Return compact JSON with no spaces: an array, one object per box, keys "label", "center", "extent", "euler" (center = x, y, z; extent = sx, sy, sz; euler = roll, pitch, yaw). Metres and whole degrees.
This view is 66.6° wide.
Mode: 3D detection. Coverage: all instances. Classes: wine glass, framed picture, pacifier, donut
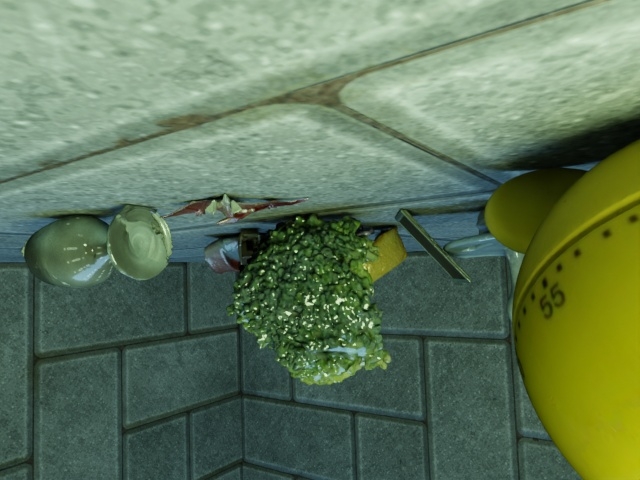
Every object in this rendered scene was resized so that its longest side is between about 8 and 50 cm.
[{"label":"wine glass","center":[-0.366,0.015,0.790],"extent":[0.241,0.127,0.126],"euler":[-7,174,32]},{"label":"framed picture","center":[0.215,0.012,0.945],"extent":[0.011,0.183,0.142],"euler":[-43,174,1]},{"label":"pacifier","center":[0.383,0.050,0.885],"extent":[0.299,0.233,0.244],"euler":[-2,173,-13]},{"label":"donut","center":[0.146,0.034,1.213],"extent":[0.152,0.101,0.259],"euler":[-36,172,8]}]

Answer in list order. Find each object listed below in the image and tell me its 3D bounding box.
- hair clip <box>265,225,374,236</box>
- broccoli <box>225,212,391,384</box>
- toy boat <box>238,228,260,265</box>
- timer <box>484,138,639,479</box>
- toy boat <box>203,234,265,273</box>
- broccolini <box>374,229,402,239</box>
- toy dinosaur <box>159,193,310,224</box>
[{"label":"hair clip","center":[-0.002,0.015,1.220],"extent":[0.278,0.091,0.137],"euler":[-3,-178,17]},{"label":"broccoli","center":[0.016,0.111,0.938],"extent":[0.347,0.293,0.281],"euler":[35,174,29]},{"label":"toy boat","center":[-0.175,0.038,1.218],"extent":[0.057,0.077,0.200],"euler":[-6,155,-11]},{"label":"timer","center":[0.338,0.045,0.400],"extent":[0.375,0.376,0.387],"euler":[-3,-141,18]},{"label":"toy boat","center":[-0.167,0.017,1.342],"extent":[0.282,0.096,0.206],"euler":[-12,160,5]},{"label":"broccolini","center":[0.193,-0.007,1.422],"extent":[0.067,0.058,0.216],"euler":[39,-176,0]},{"label":"toy dinosaur","center":[-0.124,-0.046,0.705],"extent":[0.220,0.032,0.108],"euler":[-4,173,-1]}]
